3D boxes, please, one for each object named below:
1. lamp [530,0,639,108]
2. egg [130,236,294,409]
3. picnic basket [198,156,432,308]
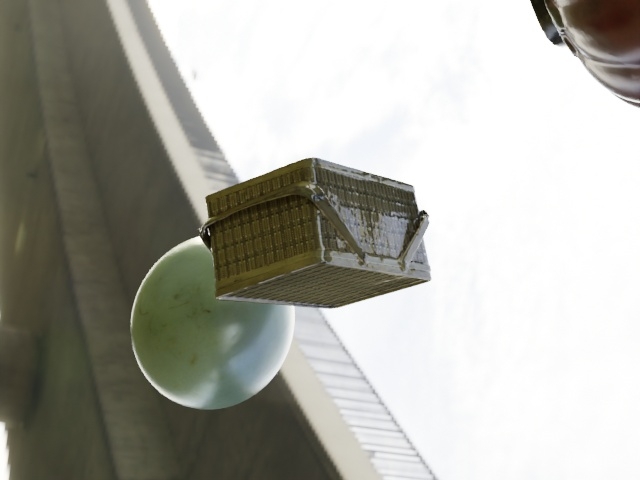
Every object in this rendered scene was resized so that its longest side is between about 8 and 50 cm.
[{"bbox_3d":[0.326,-0.268,1.077,0.257,0.303,0.303,-12,-115,32],"label":"lamp"},{"bbox_3d":[-0.098,0.072,1.080,0.149,0.149,0.192,-61,-175,32],"label":"egg"},{"bbox_3d":[0.000,0.000,0.896,0.115,0.164,0.079,-20,-109,36],"label":"picnic basket"}]
